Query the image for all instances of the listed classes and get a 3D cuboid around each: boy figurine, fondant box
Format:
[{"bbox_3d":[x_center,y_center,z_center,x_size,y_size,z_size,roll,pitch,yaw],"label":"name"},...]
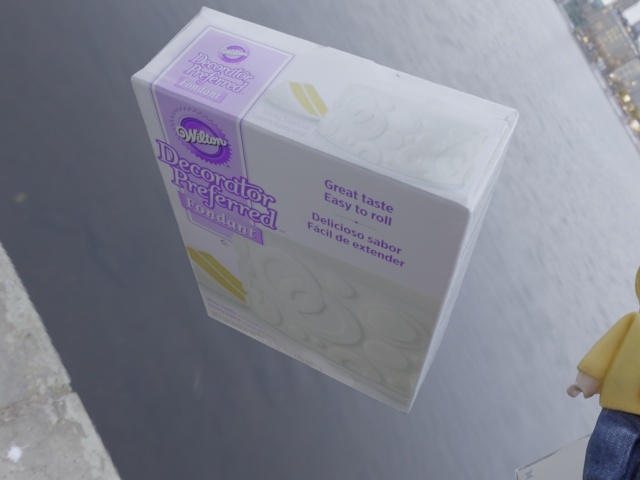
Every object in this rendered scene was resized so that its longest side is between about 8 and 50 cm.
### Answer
[{"bbox_3d":[0.330,0.134,0.586,0.092,0.177,0.285,28,80,-39],"label":"boy figurine"},{"bbox_3d":[0.000,0.000,0.523,0.096,0.239,0.330,-57,161,-31],"label":"fondant box"}]

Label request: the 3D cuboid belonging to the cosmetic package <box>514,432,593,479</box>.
[{"bbox_3d":[0.383,0.380,0.716,0.309,0.160,0.113,51,22,-5],"label":"cosmetic package"}]
